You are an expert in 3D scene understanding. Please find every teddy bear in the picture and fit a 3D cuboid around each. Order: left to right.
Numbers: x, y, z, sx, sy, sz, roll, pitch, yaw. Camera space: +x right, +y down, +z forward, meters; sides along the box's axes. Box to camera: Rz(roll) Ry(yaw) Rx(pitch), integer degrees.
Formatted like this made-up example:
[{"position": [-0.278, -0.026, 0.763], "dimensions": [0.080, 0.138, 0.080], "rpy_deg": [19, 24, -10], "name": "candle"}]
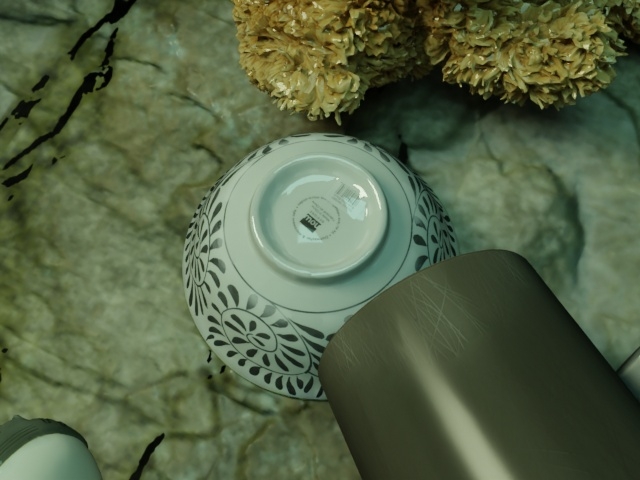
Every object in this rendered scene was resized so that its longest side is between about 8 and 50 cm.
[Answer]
[{"position": [0.109, -0.180, 0.628], "dimensions": [0.338, 0.113, 0.245], "rpy_deg": [2, 66, 1], "name": "teddy bear"}]

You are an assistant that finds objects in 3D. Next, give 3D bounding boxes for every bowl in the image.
[{"position": [0.000, 0.000, 0.574], "dimensions": [0.170, 0.080, 0.170], "rpy_deg": [0, 69, 1], "name": "bowl"}]

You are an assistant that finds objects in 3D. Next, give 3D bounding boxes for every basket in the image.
[{"position": [0.102, 0.129, 0.474], "dimensions": [0.154, 0.204, 0.227], "rpy_deg": [-27, 61, -4], "name": "basket"}]

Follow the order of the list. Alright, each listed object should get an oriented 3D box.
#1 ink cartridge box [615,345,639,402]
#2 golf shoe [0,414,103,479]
[{"position": [0.194, 0.088, 0.512], "dimensions": [0.052, 0.122, 0.088], "rpy_deg": [-42, 73, -14], "name": "ink cartridge box"}, {"position": [-0.117, 0.218, 0.456], "dimensions": [0.120, 0.105, 0.272], "rpy_deg": [-8, 74, 35], "name": "golf shoe"}]
